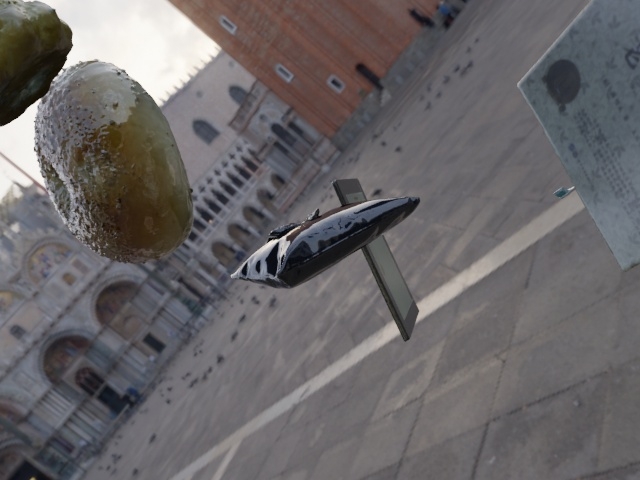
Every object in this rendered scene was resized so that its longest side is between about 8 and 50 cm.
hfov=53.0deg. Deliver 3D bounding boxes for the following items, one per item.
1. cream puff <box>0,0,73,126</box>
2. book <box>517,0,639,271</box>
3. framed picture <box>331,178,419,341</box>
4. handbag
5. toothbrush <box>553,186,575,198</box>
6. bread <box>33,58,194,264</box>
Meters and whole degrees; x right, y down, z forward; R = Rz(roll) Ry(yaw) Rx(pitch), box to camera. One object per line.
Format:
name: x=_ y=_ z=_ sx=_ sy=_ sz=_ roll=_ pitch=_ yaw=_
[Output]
cream puff: x=-0.308 y=-0.172 z=0.576 sx=0.146 sy=0.116 sz=0.146 roll=-48 pitch=8 yaw=9
book: x=0.350 y=-0.160 z=0.593 sx=0.032 sy=0.269 sz=0.389 roll=-13 pitch=-21 yaw=-24
framed picture: x=0.125 y=0.026 z=1.364 sx=0.016 sy=0.347 sz=0.265 roll=-24 pitch=1 yaw=15
handbag: x=0.000 y=0.000 z=0.978 sx=0.254 sy=0.089 sz=0.211 roll=-28 pitch=8 yaw=-25
toothbrush: x=0.430 y=-0.114 z=1.009 sx=0.204 sy=0.022 sz=0.017 roll=120 pitch=170 yaw=-64
bread: x=-0.311 y=-0.103 z=0.931 sx=0.158 sy=0.306 sz=0.305 roll=-28 pitch=-7 yaw=-30
